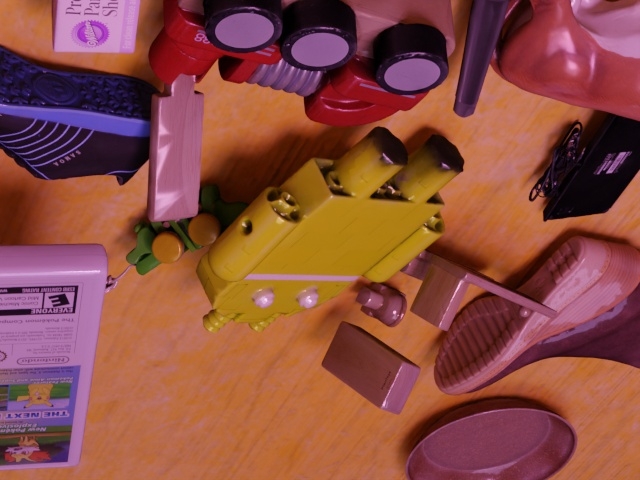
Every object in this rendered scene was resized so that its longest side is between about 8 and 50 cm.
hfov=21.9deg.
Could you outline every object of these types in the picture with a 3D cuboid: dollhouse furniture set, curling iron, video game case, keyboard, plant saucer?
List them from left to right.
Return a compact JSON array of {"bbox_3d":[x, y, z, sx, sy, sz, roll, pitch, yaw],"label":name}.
[{"bbox_3d":[-0.357,0.108,1.399,0.329,0.036,0.300,-1,141,-15],"label":"video game case"},{"bbox_3d":[0.113,0.095,1.597,0.123,0.144,0.151,22,95,-35],"label":"dollhouse furniture set"},{"bbox_3d":[0.125,-0.209,1.288,0.068,0.035,0.274,-4,135,-6],"label":"curling iron"},{"bbox_3d":[0.191,0.233,1.876,0.198,0.036,0.198,-7,142,-6],"label":"plant saucer"},{"bbox_3d":[0.252,-0.083,1.501,0.100,0.038,0.192,-6,150,-21],"label":"keyboard"}]

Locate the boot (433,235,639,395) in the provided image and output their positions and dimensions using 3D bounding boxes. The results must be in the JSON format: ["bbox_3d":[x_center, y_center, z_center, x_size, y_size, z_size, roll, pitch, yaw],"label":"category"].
[{"bbox_3d":[0.261,0.105,1.686,0.207,0.090,0.248,25,126,-34],"label":"boot"}]

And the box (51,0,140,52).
[{"bbox_3d":[-0.147,-0.266,1.146,0.067,0.063,0.324,1,140,-13],"label":"box"}]

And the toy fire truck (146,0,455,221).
[{"bbox_3d":[-0.039,-0.127,1.296,0.217,0.158,0.246,11,149,-26],"label":"toy fire truck"}]

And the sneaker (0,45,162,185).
[{"bbox_3d":[-0.238,-0.095,1.324,0.232,0.081,0.090,11,130,-28],"label":"sneaker"}]

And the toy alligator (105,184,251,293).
[{"bbox_3d":[-0.141,-0.007,1.488,0.190,0.056,0.051,-25,98,20],"label":"toy alligator"}]

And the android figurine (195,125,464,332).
[{"bbox_3d":[0.000,0.000,1.479,0.273,0.056,0.248,-42,154,29],"label":"android figurine"}]

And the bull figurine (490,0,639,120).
[{"bbox_3d":[0.295,-0.154,1.329,0.310,0.101,0.188,10,133,-4],"label":"bull figurine"}]
